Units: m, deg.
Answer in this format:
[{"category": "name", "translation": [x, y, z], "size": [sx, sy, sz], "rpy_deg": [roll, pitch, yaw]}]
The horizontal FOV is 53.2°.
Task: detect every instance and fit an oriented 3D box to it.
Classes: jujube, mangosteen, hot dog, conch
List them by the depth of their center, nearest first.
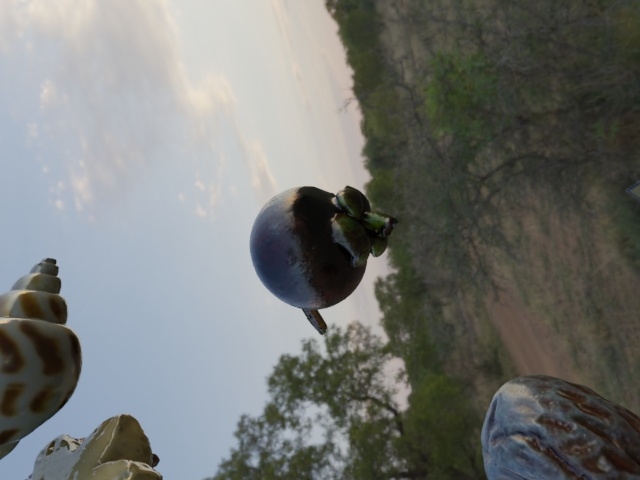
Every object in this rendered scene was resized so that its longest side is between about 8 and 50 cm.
[{"category": "conch", "translation": [-0.387, 0.150, 0.779], "size": [0.275, 0.183, 0.148], "rpy_deg": [-71, -9, -48]}, {"category": "jujube", "translation": [0.395, 0.343, 0.994], "size": [0.308, 0.215, 0.246], "rpy_deg": [40, 149, 10]}, {"category": "mangosteen", "translation": [-0.010, 0.011, 1.456], "size": [0.311, 0.311, 0.311], "rpy_deg": [-14, -90, -81]}, {"category": "hot dog", "translation": [-0.020, 0.209, 1.738], "size": [0.037, 0.049, 0.122], "rpy_deg": [-42, -66, -29]}]

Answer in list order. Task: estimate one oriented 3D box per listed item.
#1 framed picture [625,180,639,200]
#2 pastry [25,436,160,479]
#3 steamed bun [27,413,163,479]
[{"category": "framed picture", "translation": [0.981, -0.109, 1.597], "size": [0.324, 0.244, 0.013], "rpy_deg": [30, -129, -12]}, {"category": "pastry", "translation": [-0.339, 0.339, 0.944], "size": [0.115, 0.208, 0.097], "rpy_deg": [45, -139, -40]}, {"category": "steamed bun", "translation": [-0.279, 0.351, 0.741], "size": [0.137, 0.295, 0.292], "rpy_deg": [48, -135, -31]}]
